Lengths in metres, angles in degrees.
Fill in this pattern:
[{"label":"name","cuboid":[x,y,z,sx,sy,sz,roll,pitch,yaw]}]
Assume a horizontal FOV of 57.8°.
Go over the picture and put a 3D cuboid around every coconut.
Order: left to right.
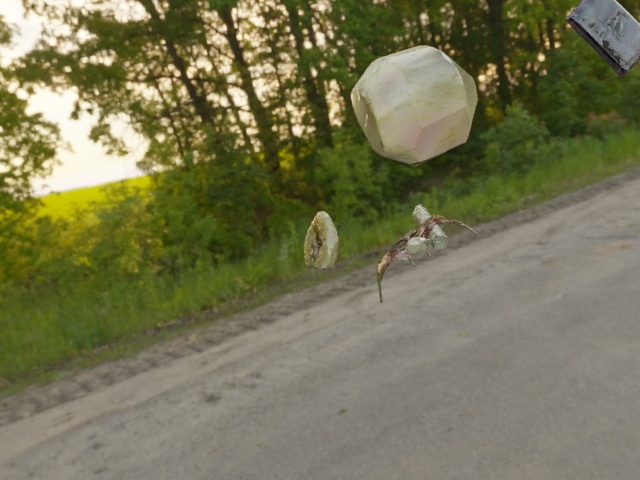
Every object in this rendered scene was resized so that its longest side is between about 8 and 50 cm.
[{"label":"coconut","cuboid":[0.272,-0.381,1.627,0.352,0.353,0.352,-12,10,2]}]

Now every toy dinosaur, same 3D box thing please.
[{"label":"toy dinosaur","cuboid":[0.292,0.050,1.768,0.327,0.113,0.206,-48,19,-17]}]

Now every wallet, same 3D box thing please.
[{"label":"wallet","cuboid":[0.575,-0.417,1.150,0.111,0.166,0.030,-47,3,-14]}]

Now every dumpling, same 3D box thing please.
[{"label":"dumpling","cuboid":[0.270,0.010,1.608,0.052,0.076,0.057,33,40,20]}]

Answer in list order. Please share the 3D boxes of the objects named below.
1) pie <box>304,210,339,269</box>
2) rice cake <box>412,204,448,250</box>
[{"label":"pie","cuboid":[0.003,0.000,1.828,0.052,0.185,0.218,9,-4,-19]},{"label":"rice cake","cuboid":[0.370,-0.045,1.974,0.052,0.057,0.256,23,21,-20]}]
